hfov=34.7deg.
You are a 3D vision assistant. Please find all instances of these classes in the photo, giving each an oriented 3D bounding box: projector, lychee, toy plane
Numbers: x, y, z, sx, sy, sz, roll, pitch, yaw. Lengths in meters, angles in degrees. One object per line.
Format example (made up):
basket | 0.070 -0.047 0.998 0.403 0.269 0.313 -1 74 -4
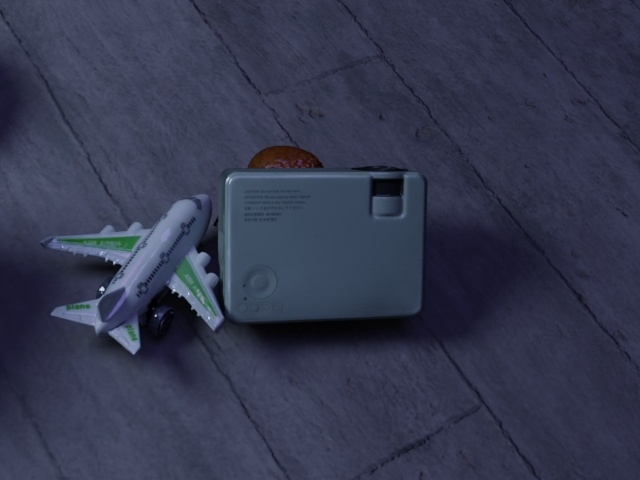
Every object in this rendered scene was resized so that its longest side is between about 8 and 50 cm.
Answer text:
projector | 0.000 0.000 1.292 0.256 0.099 0.192 -1 100 -13
lychee | -0.062 -0.076 1.369 0.140 0.114 0.101 0 98 12
toy plane | -0.209 0.034 1.265 0.251 0.101 0.255 24 48 14
